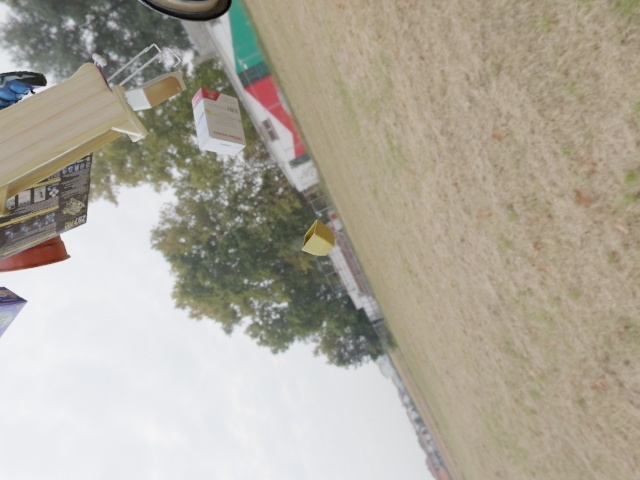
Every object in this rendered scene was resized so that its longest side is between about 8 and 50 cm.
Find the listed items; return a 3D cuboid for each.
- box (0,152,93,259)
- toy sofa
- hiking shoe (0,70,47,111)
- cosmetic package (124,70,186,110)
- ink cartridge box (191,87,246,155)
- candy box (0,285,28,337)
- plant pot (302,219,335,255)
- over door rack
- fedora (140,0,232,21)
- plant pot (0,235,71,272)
[{"bbox_3d":[-0.916,-0.150,1.326,0.395,0.097,0.318,-64,-10,-67],"label":"box"},{"bbox_3d":[-0.581,-0.216,0.878,0.150,0.362,0.177,10,136,58],"label":"toy sofa"},{"bbox_3d":[-0.954,-0.414,1.224,0.113,0.304,0.132,-113,5,-69],"label":"hiking shoe"},{"bbox_3d":[-0.349,-0.320,0.873,0.115,0.060,0.041,-54,-43,-42],"label":"cosmetic package"},{"bbox_3d":[-0.312,-0.360,1.252,0.127,0.072,0.175,3,-113,-44],"label":"ink cartridge box"},{"bbox_3d":[-1.241,0.323,1.426,0.122,0.317,0.268,33,172,-3],"label":"candy box"},{"bbox_3d":[0.000,0.000,1.306,0.083,0.081,0.081,29,-145,-13],"label":"plant pot"},{"bbox_3d":[-0.639,-0.556,1.306,0.239,0.324,0.108,40,158,49],"label":"over door rack"},{"bbox_3d":[-0.388,-0.767,1.123,0.152,0.334,0.334,-40,73,53],"label":"fedora"},{"bbox_3d":[-1.098,-0.042,1.503,0.272,0.272,0.265,-103,8,-80],"label":"plant pot"}]
